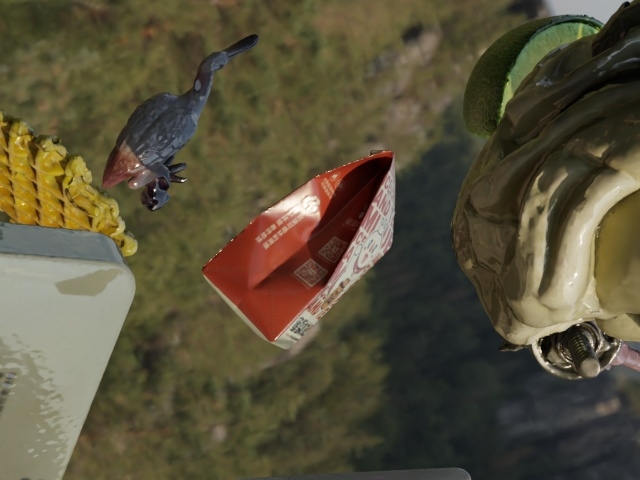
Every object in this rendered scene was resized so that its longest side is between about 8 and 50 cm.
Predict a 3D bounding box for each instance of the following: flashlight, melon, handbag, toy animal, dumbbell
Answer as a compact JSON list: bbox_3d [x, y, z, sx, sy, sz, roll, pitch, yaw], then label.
[{"bbox_3d":[0.365,0.138,1.520,0.110,0.031,0.052,23,74,-49],"label":"flashlight"},{"bbox_3d":[0.288,-0.246,1.781,0.169,0.265,0.129,10,-56,57],"label":"melon"},{"bbox_3d":[0.000,0.000,1.714,0.151,0.298,0.171,46,-1,10],"label":"handbag"},{"bbox_3d":[-0.230,-0.179,1.917,0.090,0.324,0.195,41,32,14],"label":"toy animal"},{"bbox_3d":[0.207,0.057,1.068,0.254,0.110,0.110,-84,152,-74],"label":"dumbbell"}]

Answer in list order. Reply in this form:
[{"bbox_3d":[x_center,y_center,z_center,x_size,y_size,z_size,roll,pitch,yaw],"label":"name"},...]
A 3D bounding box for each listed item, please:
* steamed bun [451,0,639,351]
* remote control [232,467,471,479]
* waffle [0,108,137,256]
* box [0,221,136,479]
[{"bbox_3d":[0.232,-0.045,0.820,0.275,0.320,0.206,-40,129,-53],"label":"steamed bun"},{"bbox_3d":[0.028,0.279,1.252,0.034,0.250,0.103,84,2,-47],"label":"remote control"},{"bbox_3d":[-0.411,-0.080,1.832,0.060,0.307,0.311,-56,141,-27],"label":"waffle"},{"bbox_3d":[-0.414,0.139,1.322,0.373,0.367,0.090,7,29,-35],"label":"box"}]
